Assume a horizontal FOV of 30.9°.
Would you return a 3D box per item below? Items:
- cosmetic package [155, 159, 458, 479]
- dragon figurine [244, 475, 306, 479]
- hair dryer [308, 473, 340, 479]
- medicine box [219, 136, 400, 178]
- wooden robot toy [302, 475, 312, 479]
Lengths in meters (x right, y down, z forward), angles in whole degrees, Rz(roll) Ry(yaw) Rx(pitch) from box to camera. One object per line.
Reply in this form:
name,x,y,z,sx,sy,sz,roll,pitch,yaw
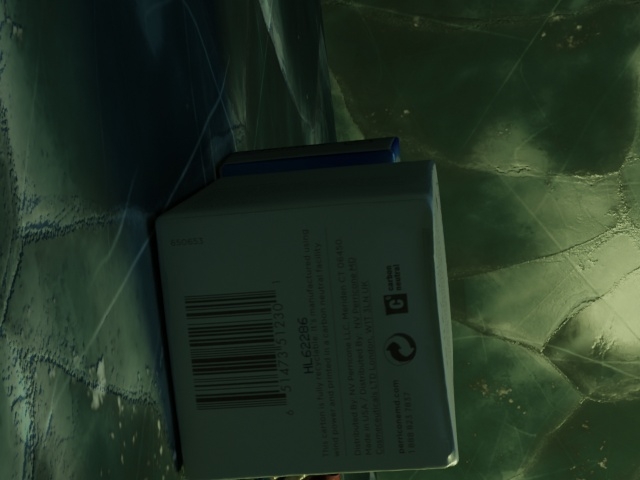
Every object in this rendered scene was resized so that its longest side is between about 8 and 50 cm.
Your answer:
cosmetic package,0.002,0.084,1.503,0.393,0.328,0.329,-61,146,-78
dragon figurine,-0.061,0.312,1.791,0.289,0.144,0.085,-118,-166,-56
hair dryer,0.021,0.510,1.925,0.224,0.080,0.293,-7,-91,55
medicine box,0.000,0.000,1.773,0.149,0.264,0.289,-68,152,-74
wooden robot toy,-0.040,0.376,1.994,0.079,0.076,0.173,-107,-172,-54
